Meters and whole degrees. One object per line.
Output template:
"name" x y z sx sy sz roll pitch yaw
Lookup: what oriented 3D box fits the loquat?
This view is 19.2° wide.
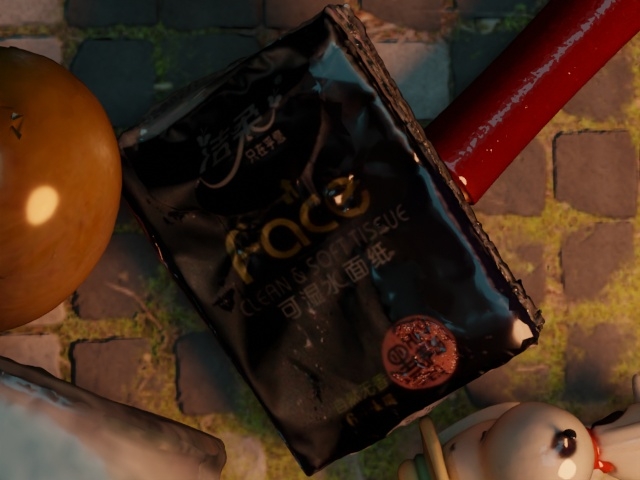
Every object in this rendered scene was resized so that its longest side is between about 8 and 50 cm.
"loquat" -0.269 -0.041 1.471 0.235 0.235 0.235 0 87 -7

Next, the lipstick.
"lipstick" 0.180 -0.136 1.609 0.080 0.080 0.241 44 84 -3

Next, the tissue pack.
"tissue pack" 0.000 0.000 1.536 0.245 0.123 0.332 -31 93 14

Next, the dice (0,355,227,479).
"dice" -0.278 0.243 1.406 0.330 0.328 0.348 27 84 -5

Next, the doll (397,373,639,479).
"doll" 0.203 0.194 1.573 0.271 0.208 0.144 -2 73 -43
